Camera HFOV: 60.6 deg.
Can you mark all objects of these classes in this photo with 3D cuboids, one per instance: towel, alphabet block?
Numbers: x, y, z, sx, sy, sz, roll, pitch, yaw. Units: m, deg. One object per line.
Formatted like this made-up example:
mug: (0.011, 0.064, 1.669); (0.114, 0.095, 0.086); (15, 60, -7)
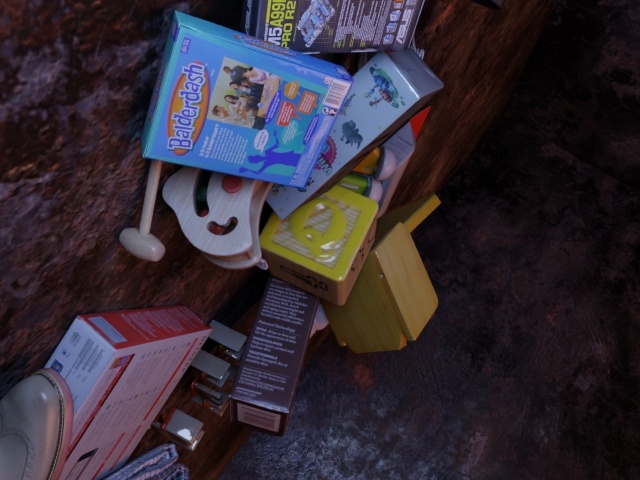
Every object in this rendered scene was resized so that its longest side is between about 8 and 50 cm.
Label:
towel: (-0.414, 0.521, 1.046); (0.235, 0.121, 0.284); (-31, 171, 13)
alphabet block: (0.000, 0.000, 1.163); (0.197, 0.194, 0.192); (85, 29, -68)

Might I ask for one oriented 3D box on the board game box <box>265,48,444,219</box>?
board game box: (0.048, -0.183, 0.929); (0.303, 0.097, 0.224); (-41, 180, 28)

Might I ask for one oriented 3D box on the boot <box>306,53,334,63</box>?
boot: (-0.025, -0.264, 0.818); (0.190, 0.076, 0.208); (-34, 162, -48)

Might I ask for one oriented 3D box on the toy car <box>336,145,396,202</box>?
toy car: (0.070, -0.169, 1.220); (0.136, 0.159, 0.182); (-94, -160, -47)

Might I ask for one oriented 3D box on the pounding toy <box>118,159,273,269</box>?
pounding toy: (-0.132, -0.061, 0.736); (0.269, 0.154, 0.155); (-52, 166, -12)

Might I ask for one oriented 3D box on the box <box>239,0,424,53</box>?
box: (0.033, -0.340, 0.597); (0.216, 0.060, 0.270); (-10, 141, -22)

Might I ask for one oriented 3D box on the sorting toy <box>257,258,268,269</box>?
sorting toy: (-0.137, 0.029, 1.082); (0.045, 0.075, 0.083); (-50, 166, -16)

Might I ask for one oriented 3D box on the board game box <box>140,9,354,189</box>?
board game box: (-0.087, -0.154, 0.645); (0.210, 0.047, 0.160); (9, 125, -29)

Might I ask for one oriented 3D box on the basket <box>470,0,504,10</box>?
basket: (0.335, -0.591, 1.057); (0.204, 0.154, 0.226); (-15, 135, -60)

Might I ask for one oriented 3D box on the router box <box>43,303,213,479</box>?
router box: (-0.359, 0.270, 0.903); (0.335, 0.082, 0.301); (-56, 166, 5)

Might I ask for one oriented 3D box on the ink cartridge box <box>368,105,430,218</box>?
ink cartridge box: (0.232, -0.207, 1.706); (0.385, 0.091, 0.308); (-42, 161, -37)

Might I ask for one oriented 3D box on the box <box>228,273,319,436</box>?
box: (-0.095, 0.237, 1.293); (0.191, 0.143, 0.381); (102, 5, -54)

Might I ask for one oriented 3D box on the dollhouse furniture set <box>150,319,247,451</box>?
dollhouse furniture set: (-0.286, 0.334, 1.274); (0.259, 0.135, 0.262); (-59, 170, -34)

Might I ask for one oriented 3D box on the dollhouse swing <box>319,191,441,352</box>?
dollhouse swing: (0.194, 0.085, 1.451); (0.305, 0.315, 0.347); (-23, 178, -31)

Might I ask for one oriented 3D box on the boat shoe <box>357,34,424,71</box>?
boat shoe: (0.138, -0.358, 1.032); (0.118, 0.103, 0.320); (-55, 166, -1)

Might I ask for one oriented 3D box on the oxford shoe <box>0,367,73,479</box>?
oxford shoe: (-0.438, 0.317, 0.691); (0.348, 0.123, 0.130); (-59, 157, 5)

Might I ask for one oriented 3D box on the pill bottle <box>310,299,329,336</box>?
pill bottle: (-0.010, 0.161, 1.618); (0.283, 0.160, 0.160); (-47, 164, -29)
